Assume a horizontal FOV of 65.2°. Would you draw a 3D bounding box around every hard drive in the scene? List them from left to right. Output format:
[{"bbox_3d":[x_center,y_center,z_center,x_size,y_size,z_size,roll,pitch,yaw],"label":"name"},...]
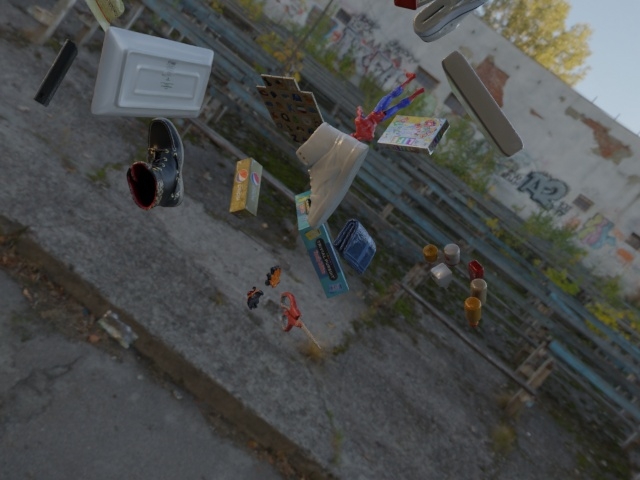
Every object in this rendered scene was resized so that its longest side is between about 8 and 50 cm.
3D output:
[{"bbox_3d":[-0.530,-0.334,1.005,0.022,0.135,0.094,30,-3,-26],"label":"hard drive"},{"bbox_3d":[0.365,-0.292,1.134,0.232,0.047,0.353,56,19,2],"label":"hard drive"}]

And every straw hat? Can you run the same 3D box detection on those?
[{"bbox_3d":[-0.442,-0.487,1.033,0.144,0.061,0.144,59,-5,8],"label":"straw hat"}]

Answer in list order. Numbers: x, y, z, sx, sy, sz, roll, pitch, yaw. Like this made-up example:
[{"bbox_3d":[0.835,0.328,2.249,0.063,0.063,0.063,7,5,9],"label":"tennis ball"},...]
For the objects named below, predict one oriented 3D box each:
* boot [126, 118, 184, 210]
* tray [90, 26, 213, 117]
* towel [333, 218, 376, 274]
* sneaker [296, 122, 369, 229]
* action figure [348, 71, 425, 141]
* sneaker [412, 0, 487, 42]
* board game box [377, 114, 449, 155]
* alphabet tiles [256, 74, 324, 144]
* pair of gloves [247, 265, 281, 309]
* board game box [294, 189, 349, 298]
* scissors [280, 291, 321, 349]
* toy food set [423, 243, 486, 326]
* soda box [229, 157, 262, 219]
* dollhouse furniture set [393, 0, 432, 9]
[{"bbox_3d":[-0.659,-0.302,2.000,0.138,0.376,0.284,1,12,6],"label":"boot"},{"bbox_3d":[-0.286,-0.289,0.908,0.030,0.145,0.270,28,22,17],"label":"tray"},{"bbox_3d":[0.066,0.012,0.890,0.029,0.067,0.119,25,-12,32],"label":"towel"},{"bbox_3d":[-0.003,-0.182,1.390,0.169,0.292,0.108,34,30,9],"label":"sneaker"},{"bbox_3d":[0.171,-0.389,1.523,0.091,0.280,0.139,51,-11,-23],"label":"action figure"},{"bbox_3d":[0.362,-0.618,1.307,0.094,0.258,0.091,67,19,10],"label":"sneaker"},{"bbox_3d":[0.235,-0.270,1.276,0.154,0.103,0.026,17,-26,41],"label":"board game box"},{"bbox_3d":[-0.107,-0.508,1.987,0.285,0.011,0.342,19,-28,35],"label":"alphabet tiles"},{"bbox_3d":[-0.094,0.080,0.845,0.010,0.083,0.074,36,-22,15],"label":"pair of gloves"},{"bbox_3d":[0.000,0.000,1.671,0.336,0.079,0.253,-103,172,-67],"label":"board game box"},{"bbox_3d":[-0.055,0.196,1.262,0.021,0.108,0.297,3,-1,-20],"label":"scissors"},{"bbox_3d":[0.365,0.108,1.319,0.232,0.111,0.104,53,-11,40],"label":"toy food set"},{"bbox_3d":[-0.226,-0.157,1.524,0.058,0.062,0.181,37,50,-52],"label":"soda box"},{"bbox_3d":[0.104,-0.656,0.988,0.201,0.152,0.373,39,-25,41],"label":"dollhouse furniture set"}]
